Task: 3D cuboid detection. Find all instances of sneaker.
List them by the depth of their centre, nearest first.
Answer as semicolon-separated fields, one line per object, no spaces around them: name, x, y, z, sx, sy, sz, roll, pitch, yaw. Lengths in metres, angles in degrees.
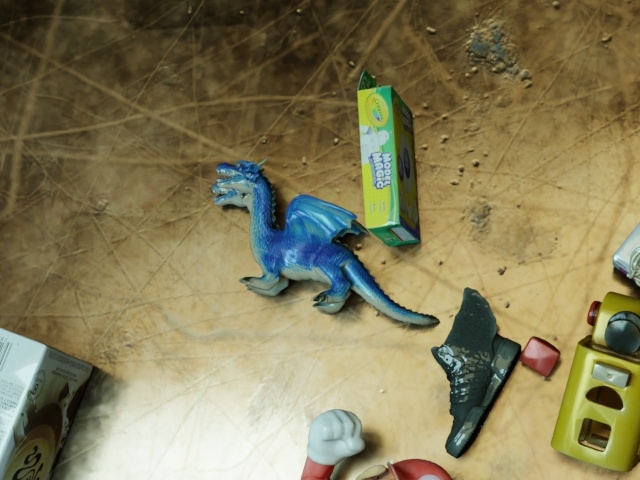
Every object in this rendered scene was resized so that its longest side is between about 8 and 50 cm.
sneaker;0.153;0.142;1.729;0.089;0.051;0.170;28;79;15

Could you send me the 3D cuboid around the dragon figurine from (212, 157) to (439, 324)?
dragon figurine;0.000;0.000;1.766;0.289;0.085;0.144;14;81;14

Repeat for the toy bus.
toy bus;0.305;0.136;1.650;0.191;0.104;0.202;-32;84;21

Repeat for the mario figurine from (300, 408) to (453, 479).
mario figurine;-0.013;0.303;1.655;0.321;0.170;0.198;-21;110;13

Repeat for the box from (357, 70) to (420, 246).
box;0.075;-0.091;1.762;0.043;0.105;0.179;-9;77;15

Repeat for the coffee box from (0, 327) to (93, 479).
coffee box;-0.372;0.244;1.737;0.119;0.168;0.297;19;83;13

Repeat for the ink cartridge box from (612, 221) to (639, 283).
ink cartridge box;0.477;-0.043;1.704;0.186;0.065;0.311;38;89;14
